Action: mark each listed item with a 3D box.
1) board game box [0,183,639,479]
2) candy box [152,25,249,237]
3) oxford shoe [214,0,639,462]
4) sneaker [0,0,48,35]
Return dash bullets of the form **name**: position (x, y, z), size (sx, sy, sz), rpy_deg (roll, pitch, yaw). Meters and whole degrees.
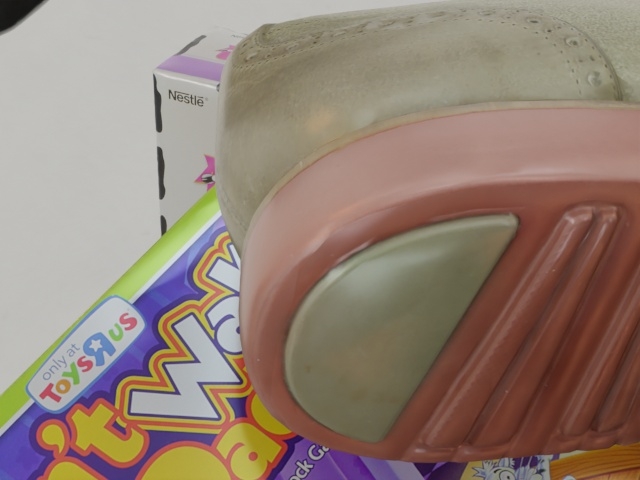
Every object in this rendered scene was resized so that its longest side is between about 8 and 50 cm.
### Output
- **board game box**: position (-0.049, 0.162, 0.462), size (0.233, 0.078, 0.347), rpy_deg (38, 71, 15)
- **candy box**: position (0.000, 0.000, 0.708), size (0.164, 0.070, 0.196), rpy_deg (14, 123, 21)
- **oxford shoe**: position (0.159, -0.028, 0.426), size (0.396, 0.147, 0.140), rpy_deg (2, 131, -19)
- **sneaker**: position (-0.059, -0.197, 0.535), size (0.130, 0.109, 0.286), rpy_deg (30, 82, 25)
